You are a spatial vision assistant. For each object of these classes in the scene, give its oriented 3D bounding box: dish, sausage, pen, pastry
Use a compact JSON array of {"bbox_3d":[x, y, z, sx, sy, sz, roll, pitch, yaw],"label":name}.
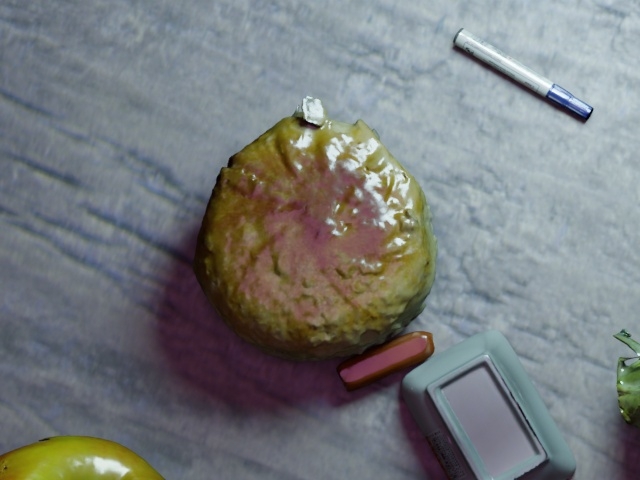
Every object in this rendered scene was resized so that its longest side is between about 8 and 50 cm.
[{"bbox_3d":[0.205,0.226,1.765,0.151,0.077,0.212,-29,78,0],"label":"dish"},{"bbox_3d":[0.084,0.150,1.811,0.131,0.039,0.041,-24,76,3],"label":"sausage"},{"bbox_3d":[0.264,-0.216,1.866,0.204,0.025,0.025,32,85,10],"label":"pen"},{"bbox_3d":[0.000,0.000,1.799,0.330,0.136,0.329,-1,79,5],"label":"pastry"}]

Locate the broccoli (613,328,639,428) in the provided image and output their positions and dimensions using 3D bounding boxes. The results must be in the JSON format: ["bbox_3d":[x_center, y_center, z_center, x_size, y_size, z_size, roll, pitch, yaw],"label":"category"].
[{"bbox_3d":[0.482,0.146,1.665,0.283,0.321,0.303,-18,65,34],"label":"broccoli"}]

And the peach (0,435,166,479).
[{"bbox_3d":[-0.310,0.420,1.670,0.370,0.370,0.370,-1,80,6],"label":"peach"}]
